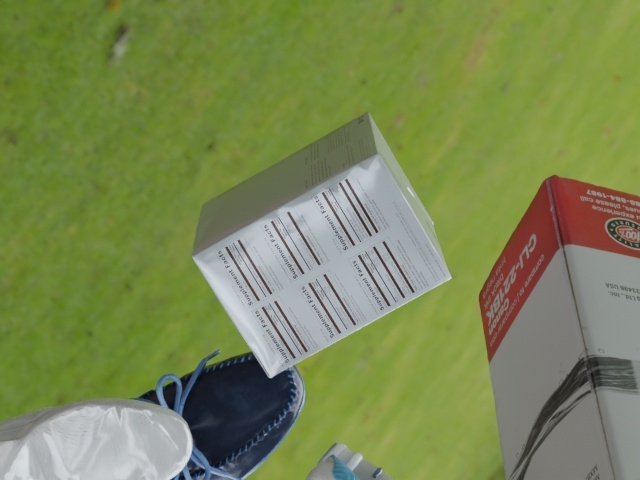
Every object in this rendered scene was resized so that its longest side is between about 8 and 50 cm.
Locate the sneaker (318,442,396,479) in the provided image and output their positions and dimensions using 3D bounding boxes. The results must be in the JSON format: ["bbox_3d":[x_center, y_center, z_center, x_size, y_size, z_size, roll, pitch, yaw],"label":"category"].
[{"bbox_3d":[0.018,0.353,1.645,0.105,0.115,0.281,-38,146,-59],"label":"sneaker"}]

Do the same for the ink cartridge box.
[{"bbox_3d":[0.210,0.111,0.889,0.273,0.197,0.114,-93,-158,-47],"label":"ink cartridge box"}]

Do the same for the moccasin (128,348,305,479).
[{"bbox_3d":[-0.167,0.220,1.584,0.342,0.138,0.117,-34,161,-1],"label":"moccasin"}]

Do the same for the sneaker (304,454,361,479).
[{"bbox_3d":[-0.011,0.286,1.486,0.092,0.087,0.229,-28,153,-35],"label":"sneaker"}]

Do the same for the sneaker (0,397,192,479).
[{"bbox_3d":[-0.193,0.152,1.219,0.212,0.080,0.094,-10,-168,14],"label":"sneaker"}]

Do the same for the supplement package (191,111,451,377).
[{"bbox_3d":[0.000,0.000,1.586,0.203,0.149,0.194,-29,-165,7],"label":"supplement package"}]
